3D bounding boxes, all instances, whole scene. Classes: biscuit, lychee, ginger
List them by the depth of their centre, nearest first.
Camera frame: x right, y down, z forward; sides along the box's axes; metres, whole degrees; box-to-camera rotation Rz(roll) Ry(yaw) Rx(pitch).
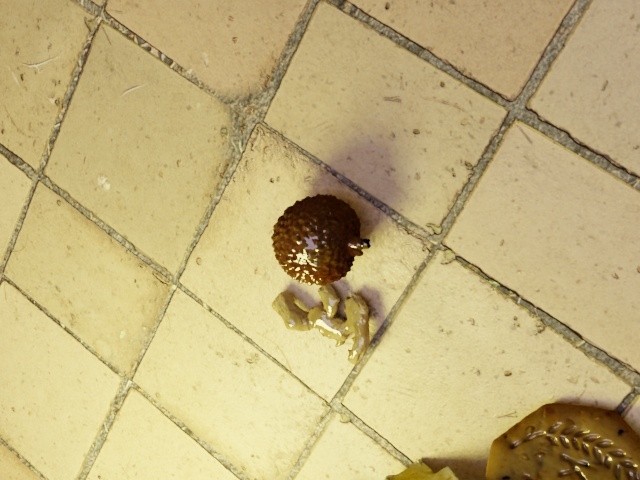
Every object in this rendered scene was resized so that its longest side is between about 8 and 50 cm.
[{"bbox_3d":[0.487,0.480,1.605,0.359,0.046,0.359,-10,55,15],"label":"biscuit"},{"bbox_3d":[0.000,0.000,1.779,0.238,0.200,0.200,8,104,35],"label":"lychee"},{"bbox_3d":[0.009,0.164,1.882,0.259,0.065,0.149,27,98,25],"label":"ginger"}]

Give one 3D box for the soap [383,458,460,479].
[{"bbox_3d":[0.287,0.659,1.747,0.169,0.304,0.338,-30,95,-6],"label":"soap"}]
